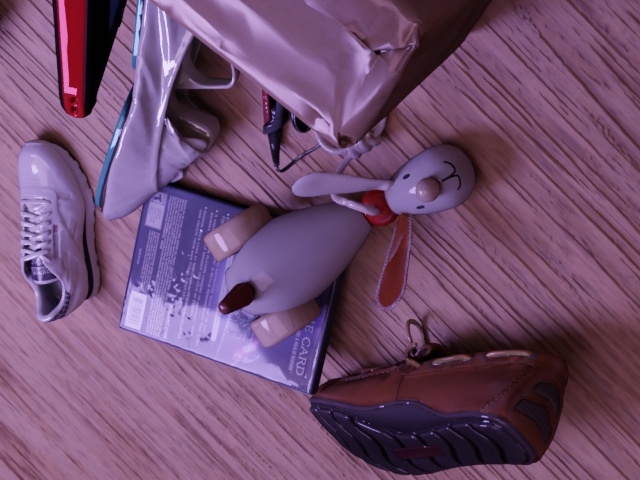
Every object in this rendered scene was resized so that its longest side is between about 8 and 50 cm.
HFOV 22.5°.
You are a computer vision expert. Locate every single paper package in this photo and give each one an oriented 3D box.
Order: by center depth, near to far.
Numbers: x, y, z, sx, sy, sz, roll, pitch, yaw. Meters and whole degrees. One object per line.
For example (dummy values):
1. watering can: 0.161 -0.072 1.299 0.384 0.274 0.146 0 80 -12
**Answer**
1. paper package: 0.009 -0.287 1.548 0.309 0.325 0.168 39 128 6

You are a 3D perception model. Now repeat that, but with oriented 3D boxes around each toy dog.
1. toy dog: 0.000 0.000 1.774 0.220 0.161 0.334 39 116 3

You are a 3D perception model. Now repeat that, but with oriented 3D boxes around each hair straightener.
1. hair straightener: -0.032 -0.177 1.806 0.089 0.047 0.230 15 122 23

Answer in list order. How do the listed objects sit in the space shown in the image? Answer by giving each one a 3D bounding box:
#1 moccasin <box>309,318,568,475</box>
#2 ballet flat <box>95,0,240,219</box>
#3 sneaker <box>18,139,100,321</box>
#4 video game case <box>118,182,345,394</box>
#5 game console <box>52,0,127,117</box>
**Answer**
1. moccasin: 0.128 0.179 1.849 0.139 0.147 0.380 45 149 -18
2. ballet flat: -0.166 -0.173 1.847 0.139 0.139 0.400 27 124 15
3. sneaker: -0.344 -0.012 2.047 0.090 0.095 0.235 2 114 31
4. video game case: -0.108 0.054 1.949 0.274 0.026 0.196 17 103 21
5. game console: -0.206 -0.359 1.592 0.060 0.386 0.342 4 129 2
